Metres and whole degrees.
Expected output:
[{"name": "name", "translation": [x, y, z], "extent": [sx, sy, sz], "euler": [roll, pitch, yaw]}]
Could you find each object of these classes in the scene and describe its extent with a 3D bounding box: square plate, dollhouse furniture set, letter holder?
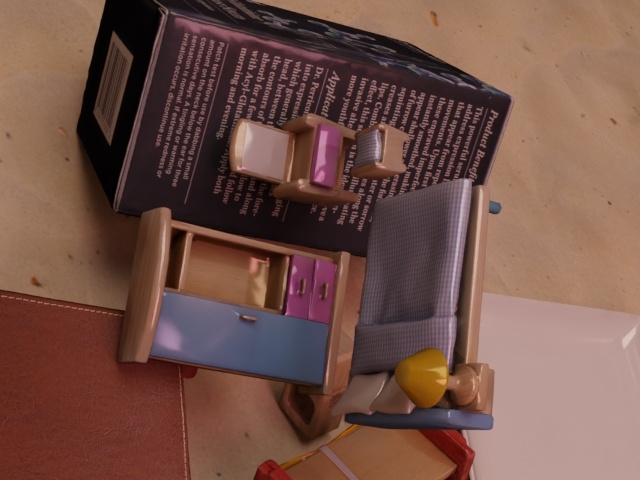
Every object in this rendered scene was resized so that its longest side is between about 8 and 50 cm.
[{"name": "square plate", "translation": [0.298, 0.226, 1.337], "extent": [0.344, 0.049, 0.347], "euler": [9, 51, -23]}, {"name": "dollhouse furniture set", "translation": [-0.049, 0.185, 1.131], "extent": [0.201, 0.152, 0.374], "euler": [-21, 50, -39]}, {"name": "letter holder", "translation": [-0.278, 0.171, 0.946], "extent": [0.302, 0.152, 0.214], "euler": [13, 54, -35]}, {"name": "dollhouse furniture set", "translation": [0.000, 0.000, 0.911], "extent": [0.198, 0.303, 0.286], "euler": [14, 77, -31]}]

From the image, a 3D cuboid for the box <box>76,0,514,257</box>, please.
[{"name": "box", "translation": [-0.042, -0.138, 1.241], "extent": [0.396, 0.211, 0.293], "euler": [10, 17, -24]}]
